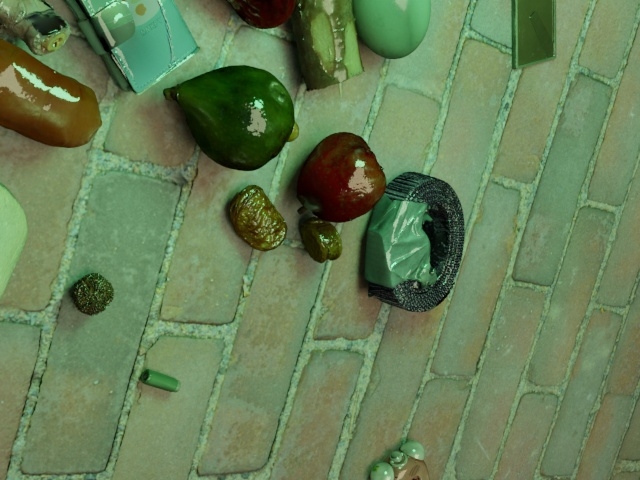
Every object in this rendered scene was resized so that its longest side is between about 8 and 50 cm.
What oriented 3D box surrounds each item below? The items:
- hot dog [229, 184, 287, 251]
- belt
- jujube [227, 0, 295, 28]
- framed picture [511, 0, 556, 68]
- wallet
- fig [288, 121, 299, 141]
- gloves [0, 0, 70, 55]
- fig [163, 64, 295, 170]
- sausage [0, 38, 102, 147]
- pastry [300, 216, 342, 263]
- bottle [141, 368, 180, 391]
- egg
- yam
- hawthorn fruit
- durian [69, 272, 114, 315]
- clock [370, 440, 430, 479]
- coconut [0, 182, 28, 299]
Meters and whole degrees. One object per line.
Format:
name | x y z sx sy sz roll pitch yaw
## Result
hot dog | -0.130 -0.046 1.834 0.099 0.065 0.147 -47 121 -15
belt | 0.221 0.006 2.083 0.260 0.122 0.325 -11 111 -39
jujube | -0.125 -0.510 1.626 0.190 0.190 0.255 -40 142 -20
framed picture | 0.523 -0.533 2.198 0.150 0.015 0.203 -20 116 -31
wallet | -0.332 -0.397 1.557 0.176 0.075 0.250 -42 125 -23
fig | -0.083 -0.221 1.824 0.083 0.050 0.050 -15 114 -22
gloves | -0.472 -0.359 1.441 0.110 0.144 0.094 -19 158 -31
fig | -0.170 -0.236 1.660 0.244 0.195 0.195 19 93 -43
sausage | -0.480 -0.236 1.467 0.258 0.133 0.133 28 87 -42
pastry | 0.000 0.000 1.925 0.057 0.097 0.109 -26 118 -27
bottle | -0.322 0.286 1.820 0.083 0.030 0.030 28 87 -40
egg | 0.140 -0.481 1.825 0.168 0.168 0.231 -31 123 -25
yam | 0.009 -0.423 1.779 0.128 0.129 0.238 -10 115 3
hawthorn fruit | 0.036 -0.117 1.870 0.202 0.185 0.185 -38 126 -3
durian | -0.419 0.101 1.663 0.080 0.080 0.091 -58 158 -7
clock | 0.213 0.608 2.296 0.166 0.092 0.162 -31 119 -25
coconut | -0.587 0.015 1.372 0.237 0.237 0.266 52 30 -36
